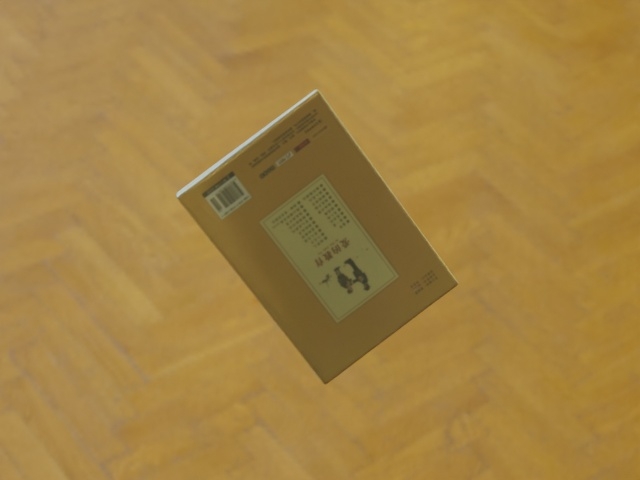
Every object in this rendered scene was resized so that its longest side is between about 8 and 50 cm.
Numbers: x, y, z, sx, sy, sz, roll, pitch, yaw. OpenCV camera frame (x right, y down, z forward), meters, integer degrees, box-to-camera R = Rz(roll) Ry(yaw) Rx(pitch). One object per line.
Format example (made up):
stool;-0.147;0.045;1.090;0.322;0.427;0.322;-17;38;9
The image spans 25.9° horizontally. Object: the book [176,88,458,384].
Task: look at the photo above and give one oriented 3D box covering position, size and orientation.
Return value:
book;0.000;0.000;0.935;0.118;0.172;0.012;-36;19;1
